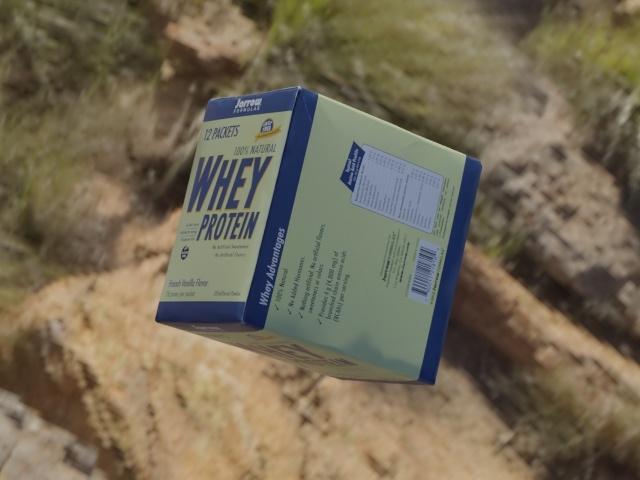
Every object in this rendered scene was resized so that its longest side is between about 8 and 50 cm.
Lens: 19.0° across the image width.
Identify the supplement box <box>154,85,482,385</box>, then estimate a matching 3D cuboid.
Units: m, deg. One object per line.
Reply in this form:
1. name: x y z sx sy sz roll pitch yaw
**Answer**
1. supplement box: 0.000 0.000 0.660 0.083 0.056 0.083 20 77 -33
